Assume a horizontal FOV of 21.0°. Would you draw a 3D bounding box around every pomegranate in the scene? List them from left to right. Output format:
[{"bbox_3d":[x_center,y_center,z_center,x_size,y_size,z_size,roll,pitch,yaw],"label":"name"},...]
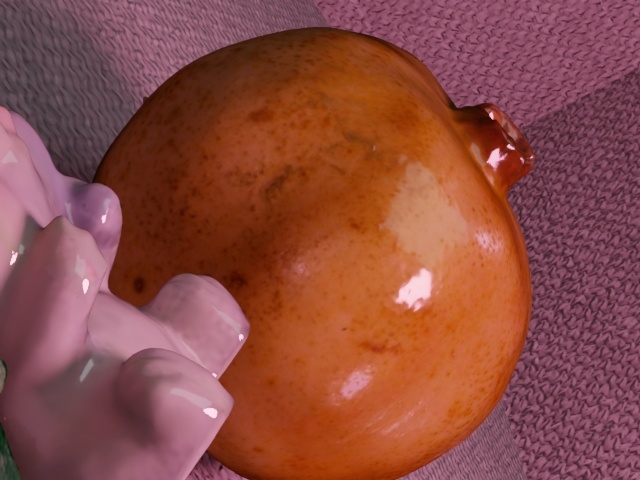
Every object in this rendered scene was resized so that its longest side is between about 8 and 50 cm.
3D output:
[{"bbox_3d":[0.000,0.000,1.464,0.417,0.416,0.417,57,14,-23],"label":"pomegranate"}]

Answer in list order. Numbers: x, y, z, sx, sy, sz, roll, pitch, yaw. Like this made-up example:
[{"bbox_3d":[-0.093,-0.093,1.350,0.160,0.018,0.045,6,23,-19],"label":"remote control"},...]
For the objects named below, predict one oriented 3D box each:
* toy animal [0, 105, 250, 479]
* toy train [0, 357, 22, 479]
[{"bbox_3d":[-0.229,0.039,0.941,0.367,0.241,0.196,45,9,-13],"label":"toy animal"},{"bbox_3d":[-0.195,0.198,0.764,0.266,0.145,0.202,-86,163,-59],"label":"toy train"}]
